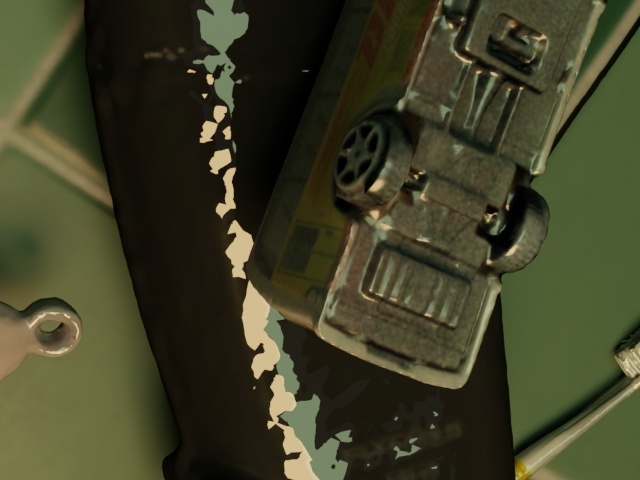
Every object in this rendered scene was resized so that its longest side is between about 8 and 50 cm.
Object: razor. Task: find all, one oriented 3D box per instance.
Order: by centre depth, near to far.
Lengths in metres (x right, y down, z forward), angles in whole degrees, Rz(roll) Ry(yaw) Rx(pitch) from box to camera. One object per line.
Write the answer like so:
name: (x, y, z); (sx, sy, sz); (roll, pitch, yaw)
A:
razor: (-0.001, 0.001, 0.819); (0.189, 0.107, 0.326); (-14, 105, -21)

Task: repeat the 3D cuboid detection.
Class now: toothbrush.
toothbrush: (0.093, 0.137, 0.956); (0.288, 0.021, 0.024); (-40, 107, -9)

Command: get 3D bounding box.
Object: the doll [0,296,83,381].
doll: (-0.273, 0.090, 0.734); (0.365, 0.094, 0.160); (-20, 116, -17)

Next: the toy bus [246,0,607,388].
toy bus: (0.055, -0.080, 0.713); (0.092, 0.106, 0.268); (22, 86, -30)
